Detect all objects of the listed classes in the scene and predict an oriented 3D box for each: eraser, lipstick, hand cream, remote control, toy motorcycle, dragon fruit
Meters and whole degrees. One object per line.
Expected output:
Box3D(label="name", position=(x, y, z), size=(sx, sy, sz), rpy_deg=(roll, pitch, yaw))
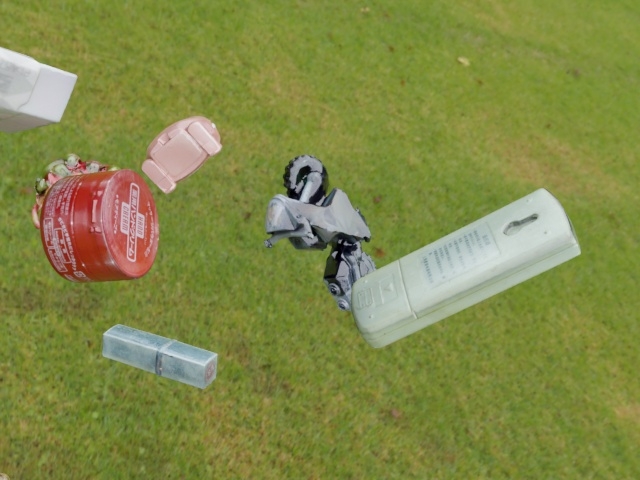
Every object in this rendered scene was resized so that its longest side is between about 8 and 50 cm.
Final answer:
Box3D(label="eraser", position=(-0.577, -0.245, 1.050), size=(0.396, 0.213, 0.082), rpy_deg=(13, 80, -45))
Box3D(label="lipstick", position=(-0.392, 0.277, 1.804), size=(0.289, 0.076, 0.077), rpy_deg=(15, 23, 17))
Box3D(label="hand cream", position=(-0.370, -0.023, 1.265), size=(0.125, 0.193, 0.193), rpy_deg=(-3, 42, 15))
Box3D(label="remote control", position=(0.139, 0.028, 0.749), size=(0.038, 0.233, 0.098), rpy_deg=(53, 17, -30))
Box3D(label="toy motorcycle", position=(0.000, 0.000, 1.210), size=(0.159, 0.106, 0.271), rpy_deg=(-42, 112, -38))
Box3D(label="dragon fruit", position=(-0.567, -0.086, 1.815), size=(0.231, 0.237, 0.302), rpy_deg=(30, 4, 9))

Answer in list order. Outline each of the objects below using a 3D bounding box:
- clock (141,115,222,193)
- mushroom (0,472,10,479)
Box3D(label="clock", position=(-0.403, -0.274, 2.143), size=(0.142, 0.227, 0.241), rpy_deg=(49, 9, -20))
Box3D(label="mushroom", position=(-0.711, 0.426, 1.422), size=(0.247, 0.096, 0.108), rpy_deg=(53, 28, -19))
